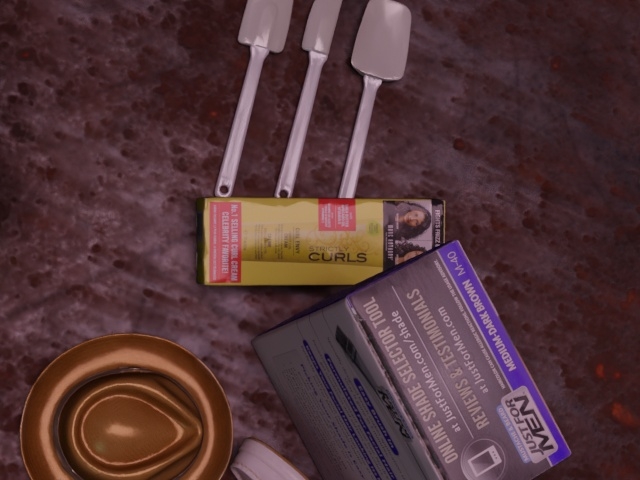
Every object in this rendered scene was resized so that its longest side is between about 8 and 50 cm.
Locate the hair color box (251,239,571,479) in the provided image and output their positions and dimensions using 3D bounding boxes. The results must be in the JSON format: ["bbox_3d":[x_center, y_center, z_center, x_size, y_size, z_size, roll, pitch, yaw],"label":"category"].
[{"bbox_3d":[0.059,0.125,1.103,0.110,0.339,0.185,-28,89,-16],"label":"hair color box"}]

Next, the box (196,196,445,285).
[{"bbox_3d":[0.000,0.000,1.248,0.232,0.058,0.087,1,91,-13],"label":"box"}]

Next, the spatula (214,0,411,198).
[{"bbox_3d":[-0.009,-0.139,1.293,0.168,0.019,0.242,15,78,-13],"label":"spatula"}]

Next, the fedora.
[{"bbox_3d":[-0.168,0.170,1.174,0.194,0.079,0.194,2,81,-15],"label":"fedora"}]

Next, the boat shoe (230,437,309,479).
[{"bbox_3d":[-0.007,0.307,1.185,0.096,0.098,0.277,-36,93,-17],"label":"boat shoe"}]
